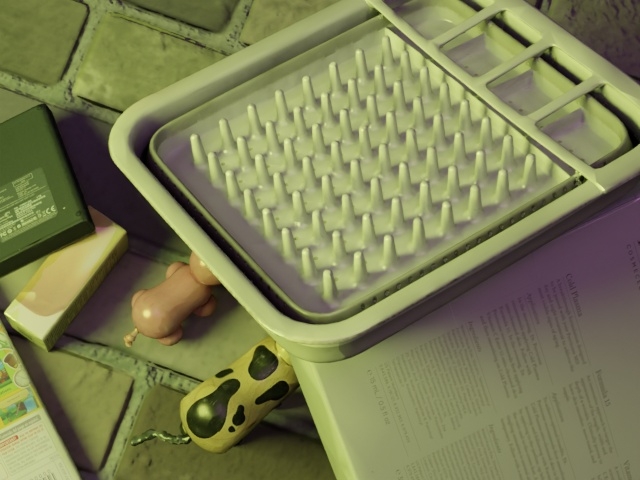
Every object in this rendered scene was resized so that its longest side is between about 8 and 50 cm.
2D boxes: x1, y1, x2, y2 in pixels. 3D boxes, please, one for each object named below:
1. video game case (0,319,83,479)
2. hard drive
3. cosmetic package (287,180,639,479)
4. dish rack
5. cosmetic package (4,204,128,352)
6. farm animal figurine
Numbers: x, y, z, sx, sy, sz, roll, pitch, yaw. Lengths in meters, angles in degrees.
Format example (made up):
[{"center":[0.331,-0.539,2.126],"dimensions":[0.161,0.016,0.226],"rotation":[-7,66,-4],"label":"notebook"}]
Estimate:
[{"center":[-0.335,0.170,1.182],"dimensions":[0.227,0.026,0.206],"rotation":[-27,80,-11],"label":"video game case"},{"center":[-0.250,-0.043,1.212],"dimensions":[0.094,0.022,0.135],"rotation":[-27,58,1],"label":"hard drive"},{"center":[0.163,0.172,1.110],"dimensions":[0.284,0.097,0.377],"rotation":[-23,110,-10],"label":"cosmetic package"},{"center":[0.047,-0.057,1.039],"dimensions":[0.332,0.072,0.285],"rotation":[-29,51,-20],"label":"dish rack"},{"center":[-0.210,0.032,1.212],"dimensions":[0.041,0.060,0.115],"rotation":[35,73,4],"label":"cosmetic package"},{"center":[0.000,0.000,1.184],"dimensions":[0.326,0.172,0.330],"rotation":[-3,76,-7],"label":"farm animal figurine"}]
